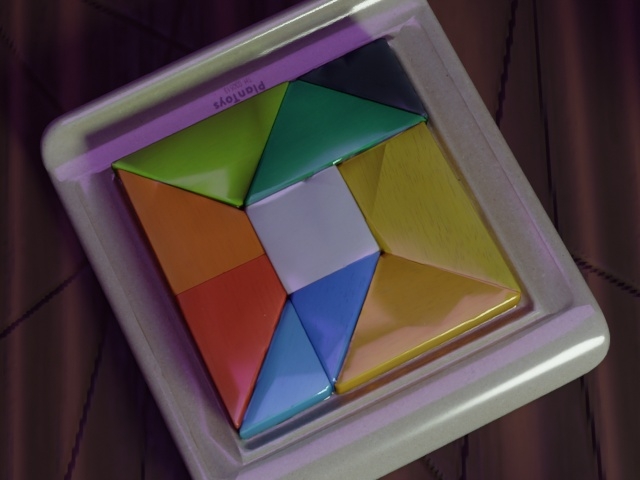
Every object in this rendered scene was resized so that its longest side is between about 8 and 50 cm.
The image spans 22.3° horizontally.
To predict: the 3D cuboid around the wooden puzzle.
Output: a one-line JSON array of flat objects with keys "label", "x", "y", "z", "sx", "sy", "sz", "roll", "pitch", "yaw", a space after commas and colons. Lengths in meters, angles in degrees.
[{"label": "wooden puzzle", "x": 0.000, "y": 0.000, "z": 0.822, "sx": 0.221, "sy": 0.044, "sz": 0.238, "roll": -26, "pitch": 79, "yaw": -5}]
